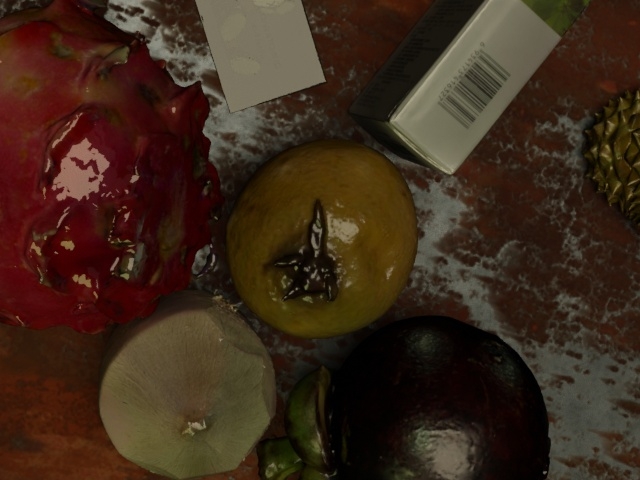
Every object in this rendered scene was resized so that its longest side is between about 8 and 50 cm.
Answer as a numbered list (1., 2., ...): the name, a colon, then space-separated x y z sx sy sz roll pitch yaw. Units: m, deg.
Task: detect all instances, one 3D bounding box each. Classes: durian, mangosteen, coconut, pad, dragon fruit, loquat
1. durian: 0.420 -0.104 2.014 0.132 0.165 0.182 7 123 -43
2. mangosteen: 0.117 0.233 1.886 0.330 0.330 0.330 -2 98 -12
3. coconut: -0.151 0.172 1.858 0.224 0.234 0.224 -2 97 -15
4. pad: -0.078 -0.262 1.931 0.127 0.004 0.190 -19 102 -9
5. dragon fruit: -0.254 -0.065 1.739 0.371 0.249 0.386 0 108 -47
6. loquat: 0.000 0.000 1.865 0.243 0.244 0.244 -2 98 -12

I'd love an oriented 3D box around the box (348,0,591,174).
1. box: 0.181 -0.229 1.891 0.106 0.200 0.299 40 88 -16
